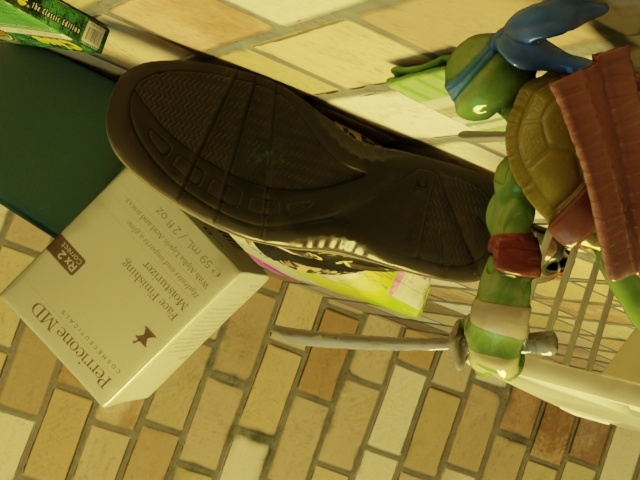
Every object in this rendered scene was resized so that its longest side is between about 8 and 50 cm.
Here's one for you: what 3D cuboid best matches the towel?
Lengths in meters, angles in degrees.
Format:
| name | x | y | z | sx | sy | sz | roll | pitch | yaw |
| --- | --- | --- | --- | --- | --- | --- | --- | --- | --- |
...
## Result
| name | x | y | z | sx | sy | sz | roll | pitch | yaw |
| --- | --- | --- | --- | --- | --- | --- | --- | --- | --- |
| towel | 0.134 | -0.093 | 1.051 | 0.152 | 0.023 | 0.113 | 24 | 170 | -21 |

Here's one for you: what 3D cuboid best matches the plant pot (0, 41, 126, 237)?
| name | x | y | z | sx | sy | sz | roll | pitch | yaw |
| --- | --- | --- | --- | --- | --- | --- | --- | --- | --- |
| plant pot | -0.311 | -0.115 | 1.544 | 0.234 | 0.165 | 0.165 | 29 | 173 | -3 |

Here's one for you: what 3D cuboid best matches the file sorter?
| name | x | y | z | sx | sy | sz | roll | pitch | yaw |
| --- | --- | --- | --- | --- | --- | --- | --- | --- | --- |
| file sorter | 0.283 | 0.074 | 1.292 | 0.193 | 0.173 | 0.278 | 14 | 172 | 32 |

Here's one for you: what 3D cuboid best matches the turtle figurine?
| name | x | y | z | sx | sy | sz | roll | pitch | yaw |
| --- | --- | --- | --- | --- | --- | --- | --- | --- | --- |
| turtle figurine | 0.167 | 0.005 | 0.873 | 0.266 | 0.274 | 0.198 | 39 | -142 | 8 |

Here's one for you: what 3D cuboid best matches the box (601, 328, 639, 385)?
| name | x | y | z | sx | sy | sz | roll | pitch | yaw |
| --- | --- | --- | --- | --- | --- | --- | --- | --- | --- |
| box | 0.463 | 0.165 | 1.580 | 0.148 | 0.121 | 0.311 | 47 | 163 | -23 |

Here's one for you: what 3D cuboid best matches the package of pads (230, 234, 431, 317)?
| name | x | y | z | sx | sy | sz | roll | pitch | yaw |
| --- | --- | --- | --- | --- | --- | --- | --- | --- | --- |
| package of pads | 0.000 | 0.000 | 1.817 | 0.229 | 0.101 | 0.296 | 16 | 173 | 28 |

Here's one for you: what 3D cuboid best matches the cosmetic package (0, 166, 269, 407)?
| name | x | y | z | sx | sy | sz | roll | pitch | yaw |
| --- | --- | --- | --- | --- | --- | --- | --- | --- | --- |
| cosmetic package | -0.175 | 0.043 | 1.431 | 0.151 | 0.184 | 0.151 | 46 | -176 | 8 |

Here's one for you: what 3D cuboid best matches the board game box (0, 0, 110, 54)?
| name | x | y | z | sx | sy | sz | roll | pitch | yaw |
| --- | --- | --- | --- | --- | --- | --- | --- | --- | --- |
| board game box | -0.318 | -0.213 | 1.324 | 0.260 | 0.030 | 0.136 | 13 | 169 | 43 |

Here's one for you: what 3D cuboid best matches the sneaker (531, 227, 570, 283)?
| name | x | y | z | sx | sy | sz | roll | pitch | yaw |
| --- | --- | --- | --- | --- | --- | --- | --- | --- | --- |
| sneaker | 0.234 | 0.027 | 1.562 | 0.065 | 0.061 | 0.158 | 11 | 172 | 12 |

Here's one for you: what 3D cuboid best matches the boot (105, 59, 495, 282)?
| name | x | y | z | sx | sy | sz | roll | pitch | yaw |
| --- | --- | --- | --- | --- | --- | --- | --- | --- | --- |
| boot | -0.037 | -0.052 | 1.401 | 0.377 | 0.138 | 0.284 | 16 | 175 | -16 |
